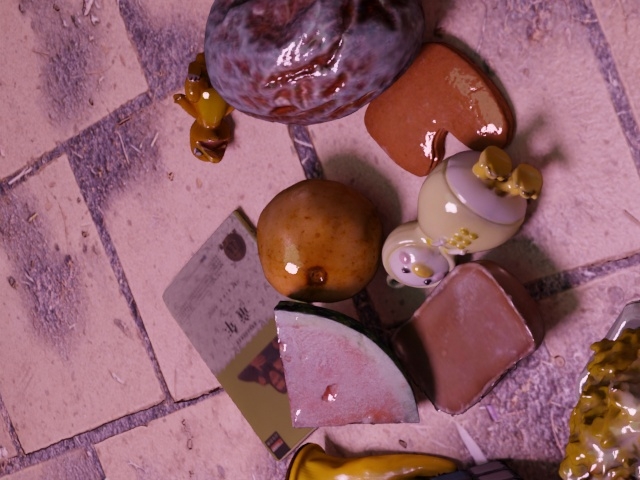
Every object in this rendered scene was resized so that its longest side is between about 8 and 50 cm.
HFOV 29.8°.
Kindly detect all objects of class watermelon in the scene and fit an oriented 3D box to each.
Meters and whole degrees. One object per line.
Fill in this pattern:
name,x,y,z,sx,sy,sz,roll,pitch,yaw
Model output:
watermelon,0.018,0.193,1.716,0.256,0.260,0.176,43,92,1

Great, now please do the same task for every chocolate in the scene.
chocolate,0.210,0.126,1.627,0.161,0.083,0.261,58,141,14

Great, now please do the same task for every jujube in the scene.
jujube,-0.002,-0.278,1.603,0.308,0.215,0.247,2,75,45

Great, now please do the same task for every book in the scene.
book,-0.101,0.150,1.920,0.352,0.035,0.239,53,125,15

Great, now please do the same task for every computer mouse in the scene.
computer mouse,0.388,0.144,1.503,0.089,0.056,0.182,27,115,6

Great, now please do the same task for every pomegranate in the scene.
pomegranate,0.000,0.000,1.714,0.196,0.196,0.196,12,110,36

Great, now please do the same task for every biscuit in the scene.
biscuit,0.157,-0.161,1.623,0.186,0.036,0.192,51,129,14

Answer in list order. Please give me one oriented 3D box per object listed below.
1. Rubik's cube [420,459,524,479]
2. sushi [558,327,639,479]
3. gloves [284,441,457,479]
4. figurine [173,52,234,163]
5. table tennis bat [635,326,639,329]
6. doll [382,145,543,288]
Rubik's cube,0.170,0.480,1.559,0.293,0.291,0.287,-163,59,-81
sushi,0.462,0.241,1.286,0.396,0.240,0.351,-10,114,33
gloves,0.100,0.381,1.787,0.294,0.116,0.133,5,111,30
figurine,-0.177,-0.207,1.858,0.122,0.121,0.176,-126,35,-51
table tennis bat,0.441,0.215,1.468,0.160,0.039,0.257,-9,107,19
doll,0.173,-0.015,1.594,0.141,0.117,0.296,22,130,-18
